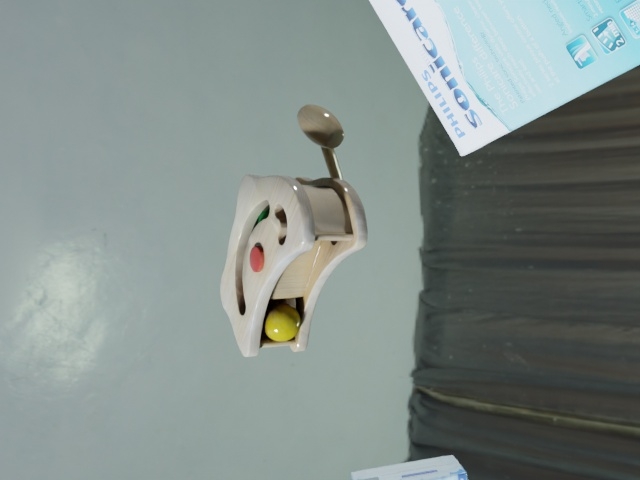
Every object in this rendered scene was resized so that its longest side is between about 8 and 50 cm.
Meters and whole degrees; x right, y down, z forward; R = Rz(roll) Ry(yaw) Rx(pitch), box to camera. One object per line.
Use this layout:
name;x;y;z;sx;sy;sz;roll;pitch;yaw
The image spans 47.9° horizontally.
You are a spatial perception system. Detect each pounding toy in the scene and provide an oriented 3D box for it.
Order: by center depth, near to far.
pounding toy;0.000;0.000;0.792;0.155;0.154;0.269;0;116;-32

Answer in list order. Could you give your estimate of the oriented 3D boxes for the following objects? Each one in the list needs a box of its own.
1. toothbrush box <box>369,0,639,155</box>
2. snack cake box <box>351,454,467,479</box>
toothbrush box;0.145;-0.204;0.437;0.126;0.295;0.216;-32;91;-21
snack cake box;0.138;0.444;0.986;0.089;0.152;0.264;-178;-101;-87
